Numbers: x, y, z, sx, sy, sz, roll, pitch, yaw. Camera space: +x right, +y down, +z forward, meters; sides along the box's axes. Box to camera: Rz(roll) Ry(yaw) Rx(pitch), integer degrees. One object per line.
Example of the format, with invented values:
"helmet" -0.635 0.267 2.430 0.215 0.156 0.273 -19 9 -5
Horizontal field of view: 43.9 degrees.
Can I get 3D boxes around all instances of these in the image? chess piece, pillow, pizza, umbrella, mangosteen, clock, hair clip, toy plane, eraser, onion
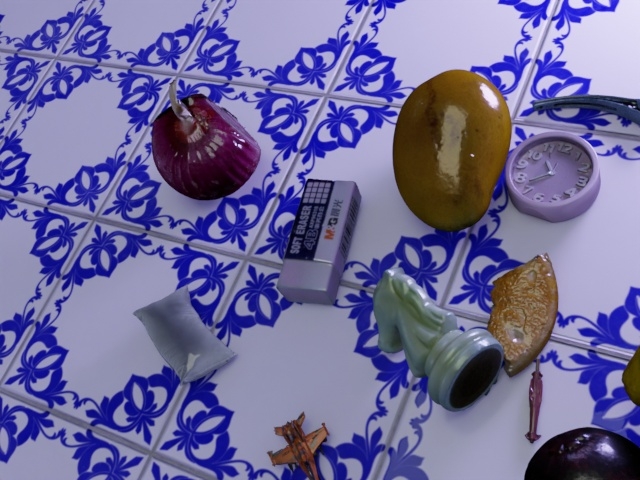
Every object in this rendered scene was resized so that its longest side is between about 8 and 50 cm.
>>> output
"chess piece" 0.206 0.191 1.591 0.176 0.175 0.298 -44 52 -7
"pillow" -0.314 0.214 1.831 0.144 0.078 0.254 -34 55 -13
"pizza" 0.407 0.145 1.600 0.134 0.056 0.271 3 66 20
"umbrella" 0.411 0.306 1.522 0.025 0.027 0.165 -35 38 58
"mangosteen" 0.462 0.445 1.327 0.228 0.228 0.265 -25 96 6
"clock" 0.502 -0.139 1.723 0.197 0.068 0.196 -10 58 16
"hair clip" 0.618 -0.301 1.794 0.275 0.048 0.083 12 68 32
"toy plane" -0.028 0.442 1.601 0.135 0.062 0.188 -31 69 2
"eraser" 0.000 0.000 1.826 0.130 0.086 0.287 3 63 23
"onion" -0.287 -0.213 1.984 0.256 0.272 0.230 -41 60 36

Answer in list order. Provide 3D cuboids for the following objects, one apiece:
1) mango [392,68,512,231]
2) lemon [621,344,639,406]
"mango" 0.287 -0.195 1.751 0.264 0.221 0.377 -5 67 26
"lemon" 0.682 0.234 1.314 0.316 0.285 0.285 -34 52 24
